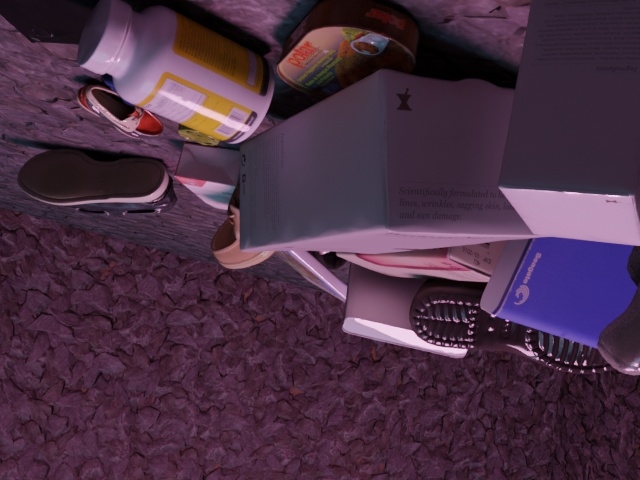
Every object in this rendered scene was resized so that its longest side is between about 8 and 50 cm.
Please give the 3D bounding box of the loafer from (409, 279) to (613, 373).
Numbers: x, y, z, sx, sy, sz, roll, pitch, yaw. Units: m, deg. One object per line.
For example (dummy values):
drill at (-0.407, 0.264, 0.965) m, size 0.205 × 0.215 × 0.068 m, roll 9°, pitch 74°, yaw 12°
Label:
loafer at (0.321, 0.104, 1.150) m, size 0.366 × 0.133 × 0.130 m, roll 11°, pitch -153°, yaw -2°

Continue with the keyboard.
keyboard at (-0.325, -0.267, 0.691) m, size 0.202 × 0.033 × 0.317 m, roll 5°, pitch 168°, yaw 7°

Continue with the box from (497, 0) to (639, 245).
box at (0.207, -0.096, 0.560) m, size 0.091 × 0.170 × 0.130 m, roll 7°, pitch 168°, yaw 29°

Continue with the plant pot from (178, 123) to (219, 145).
plant pot at (-0.141, -0.162, 0.905) m, size 0.083 × 0.079 × 0.083 m, roll 13°, pitch 170°, yaw 2°

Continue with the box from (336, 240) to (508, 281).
box at (0.153, -0.028, 1.089) m, size 0.127 × 0.148 × 0.232 m, roll 21°, pitch 167°, yaw -37°

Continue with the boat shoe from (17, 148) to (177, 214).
boat shoe at (-0.439, -0.106, 1.475) m, size 0.340 × 0.127 × 0.113 m, roll 0°, pitch 155°, yaw 17°

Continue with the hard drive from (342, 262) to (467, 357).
hard drive at (0.152, 0.061, 1.291) m, size 0.203 × 0.307 × 0.040 m, roll 13°, pitch 129°, yaw -2°

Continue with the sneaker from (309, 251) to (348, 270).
sneaker at (0.000, 0.000, 1.401) m, size 0.114 × 0.152 × 0.305 m, roll -21°, pitch 167°, yaw 4°

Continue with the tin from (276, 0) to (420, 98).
tin at (0.023, -0.181, 0.716) m, size 0.106 × 0.040 × 0.190 m, roll 12°, pitch 172°, yaw -19°

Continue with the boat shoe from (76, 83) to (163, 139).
boat shoe at (-0.281, -0.185, 1.061) m, size 0.137 × 0.049 × 0.043 m, roll 27°, pitch 162°, yaw -38°

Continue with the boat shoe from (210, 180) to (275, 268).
boat shoe at (-0.090, -0.061, 1.177) m, size 0.110 × 0.121 × 0.341 m, roll 28°, pitch 139°, yaw -28°

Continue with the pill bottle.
pill bottle at (-0.147, -0.176, 0.759) m, size 0.184 × 0.103 × 0.103 m, roll 20°, pitch 168°, yaw -36°

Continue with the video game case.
video game case at (-0.038, 0.036, 1.342) m, size 0.212 × 0.023 × 0.193 m, roll 43°, pitch 171°, yaw -31°

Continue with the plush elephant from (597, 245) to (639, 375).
plush elephant at (0.459, 0.012, 0.694) m, size 0.256 × 0.329 × 0.272 m, roll -7°, pitch -163°, yaw -34°

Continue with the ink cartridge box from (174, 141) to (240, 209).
ink cartridge box at (-0.163, -0.103, 1.304) m, size 0.116 × 0.067 × 0.198 m, roll 10°, pitch 169°, yaw 13°

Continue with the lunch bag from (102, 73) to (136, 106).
lunch bag at (-0.193, -0.190, 0.845) m, size 0.099 × 0.067 × 0.065 m, roll 10°, pitch 170°, yaw 11°

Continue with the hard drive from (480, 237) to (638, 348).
hard drive at (0.379, 0.037, 0.994) m, size 0.319 × 0.210 × 0.040 m, roll 19°, pitch -171°, yaw -30°

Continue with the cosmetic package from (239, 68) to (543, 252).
cosmetic package at (0.066, -0.067, 0.852) m, size 0.217 × 0.156 × 0.385 m, roll 1°, pitch 177°, yaw -24°
